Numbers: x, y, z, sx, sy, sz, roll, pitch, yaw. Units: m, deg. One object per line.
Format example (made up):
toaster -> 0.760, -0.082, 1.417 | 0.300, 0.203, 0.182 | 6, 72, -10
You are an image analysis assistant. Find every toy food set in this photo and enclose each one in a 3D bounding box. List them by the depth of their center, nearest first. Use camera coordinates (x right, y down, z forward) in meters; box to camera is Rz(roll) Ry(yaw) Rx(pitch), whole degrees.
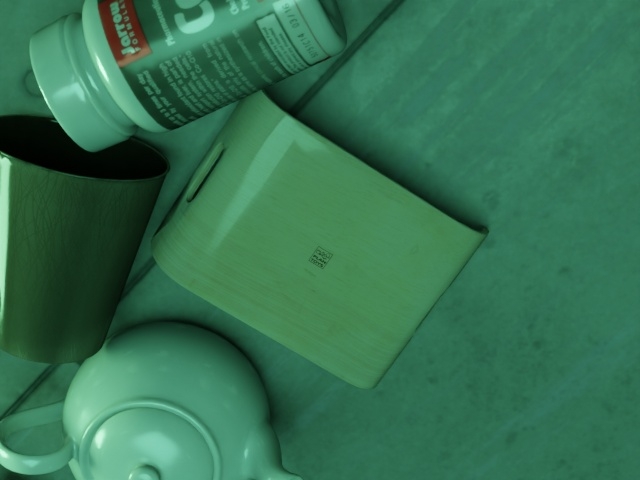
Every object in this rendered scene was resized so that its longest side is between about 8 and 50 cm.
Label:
toy food set -> 0.000, 0.000, 1.299 | 0.306, 0.092, 0.219 | 31, 108, -14

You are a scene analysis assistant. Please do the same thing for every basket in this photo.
basket -> -0.277, 0.004, 1.287 | 0.204, 0.154, 0.227 | 15, 113, 6

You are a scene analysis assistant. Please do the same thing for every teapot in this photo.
teapot -> -0.183, 0.221, 1.328 | 0.256, 0.187, 0.252 | -38, 101, 16

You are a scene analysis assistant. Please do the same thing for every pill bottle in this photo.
pill bottle -> -0.132, -0.204, 1.194 | 0.283, 0.161, 0.161 | -23, 105, 12
